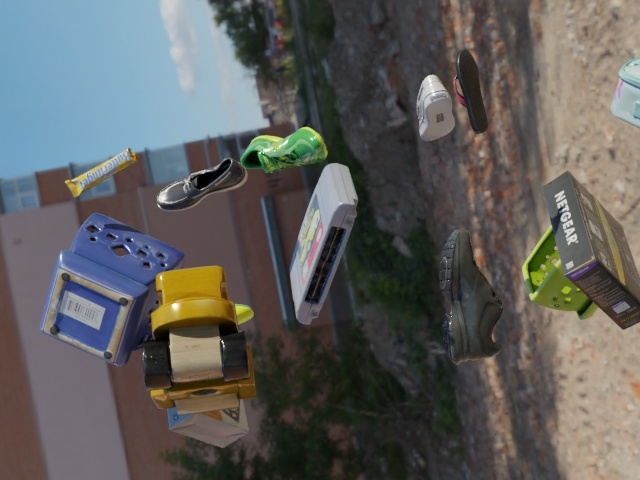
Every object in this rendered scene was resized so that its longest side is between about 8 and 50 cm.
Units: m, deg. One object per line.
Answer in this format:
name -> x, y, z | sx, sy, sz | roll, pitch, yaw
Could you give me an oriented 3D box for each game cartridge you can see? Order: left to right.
game cartridge -> 0.000, 0.000, 1.658 | 0.196, 0.060, 0.294 | -95, 22, -59

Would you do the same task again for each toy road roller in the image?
toy road roller -> -0.243, 0.197, 1.625 | 0.330, 0.202, 0.241 | 97, 166, -64

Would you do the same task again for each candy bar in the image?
candy bar -> -0.462, -0.147, 1.718 | 0.040, 0.161, 0.018 | 55, 160, 3

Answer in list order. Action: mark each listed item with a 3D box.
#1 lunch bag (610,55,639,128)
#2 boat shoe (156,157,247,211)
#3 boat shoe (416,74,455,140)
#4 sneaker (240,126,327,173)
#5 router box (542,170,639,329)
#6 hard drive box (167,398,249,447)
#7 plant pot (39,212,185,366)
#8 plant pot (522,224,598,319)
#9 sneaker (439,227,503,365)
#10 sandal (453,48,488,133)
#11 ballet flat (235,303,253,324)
lunch bag -> 0.631, -0.221, 1.308 | 0.279, 0.224, 0.108 | 35, 136, 37
boat shoe -> -0.257, -0.122, 1.687 | 0.065, 0.206, 0.075 | 53, -160, -60
boat shoe -> 0.296, -0.347, 2.137 | 0.267, 0.096, 0.088 | 54, -160, -71
sneaker -> -0.100, -0.229, 2.203 | 0.123, 0.295, 0.110 | -49, -59, -36
router box -> 0.636, 0.019, 1.873 | 0.243, 0.081, 0.309 | 38, -146, -27
hard drive box -> -0.276, 0.347, 1.906 | 0.181, 0.089, 0.232 | 35, -152, -45
plant pot -> -0.453, 0.114, 1.727 | 0.212, 0.235, 0.236 | -61, -5, -65
plant pot -> 0.763, 0.091, 2.437 | 0.228, 0.207, 0.227 | -59, 8, 25
sneaker -> 0.319, 0.116, 1.707 | 0.109, 0.130, 0.287 | -109, 15, -86
sandal -> 0.306, -0.308, 1.691 | 0.040, 0.067, 0.179 | -2, 108, 48
ballet flat -> -0.298, 0.219, 2.195 | 0.077, 0.230, 0.077 | -88, 0, -45
